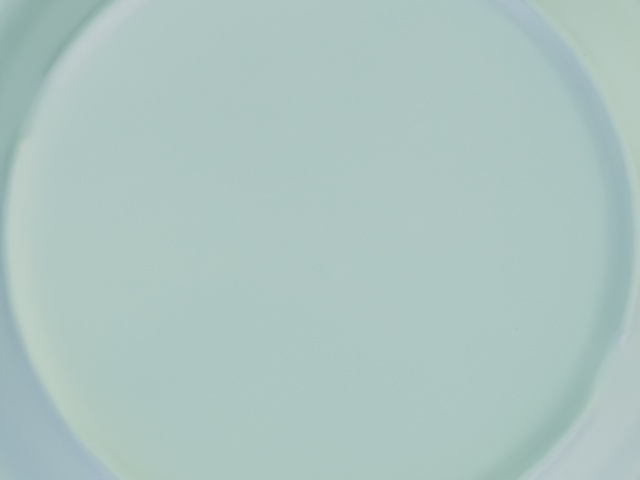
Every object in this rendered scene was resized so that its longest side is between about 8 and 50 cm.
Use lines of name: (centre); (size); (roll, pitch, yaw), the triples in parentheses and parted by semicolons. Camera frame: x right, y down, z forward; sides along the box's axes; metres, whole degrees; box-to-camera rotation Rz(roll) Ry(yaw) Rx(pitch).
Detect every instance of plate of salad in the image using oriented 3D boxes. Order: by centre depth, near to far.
plate of salad: (0.000, 0.000, 0.370); (0.199, 0.200, 0.048); (2, 177, 1)
